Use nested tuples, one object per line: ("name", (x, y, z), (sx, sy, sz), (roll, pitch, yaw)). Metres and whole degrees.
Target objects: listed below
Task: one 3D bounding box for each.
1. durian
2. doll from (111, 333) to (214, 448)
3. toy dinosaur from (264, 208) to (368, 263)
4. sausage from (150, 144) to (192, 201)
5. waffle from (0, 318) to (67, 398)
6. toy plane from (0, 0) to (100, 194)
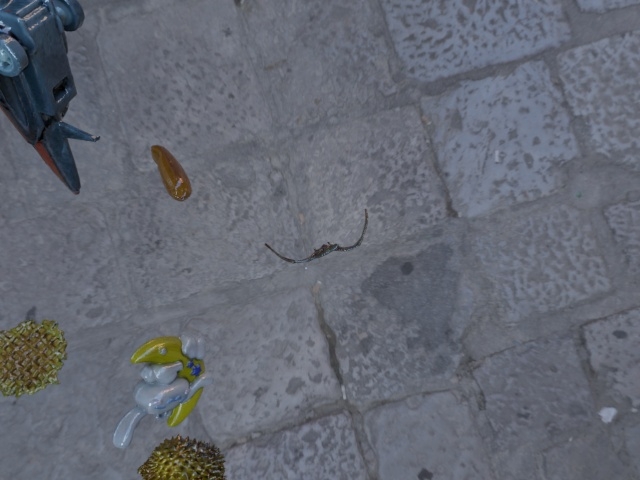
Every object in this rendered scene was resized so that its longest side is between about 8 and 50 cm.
("durian", (-0.341, 0.621, 1.301), (0.250, 0.183, 0.138), (35, 89, -38))
("doll", (-0.364, 0.343, 1.141), (0.111, 0.252, 0.237), (14, 100, 35))
("toy dinosaur", (-0.006, 0.001, 1.580), (0.327, 0.206, 0.112), (-15, 94, 23))
("sausage", (-0.322, -0.147, 1.038), (0.054, 0.062, 0.183), (-20, 53, -22))
("waffle", (-0.953, 0.381, 1.565), (0.254, 0.052, 0.245), (-11, 72, -6))
("toy plane", (-0.287, -0.163, 0.478), (0.104, 0.326, 0.223), (9, 50, 12))
